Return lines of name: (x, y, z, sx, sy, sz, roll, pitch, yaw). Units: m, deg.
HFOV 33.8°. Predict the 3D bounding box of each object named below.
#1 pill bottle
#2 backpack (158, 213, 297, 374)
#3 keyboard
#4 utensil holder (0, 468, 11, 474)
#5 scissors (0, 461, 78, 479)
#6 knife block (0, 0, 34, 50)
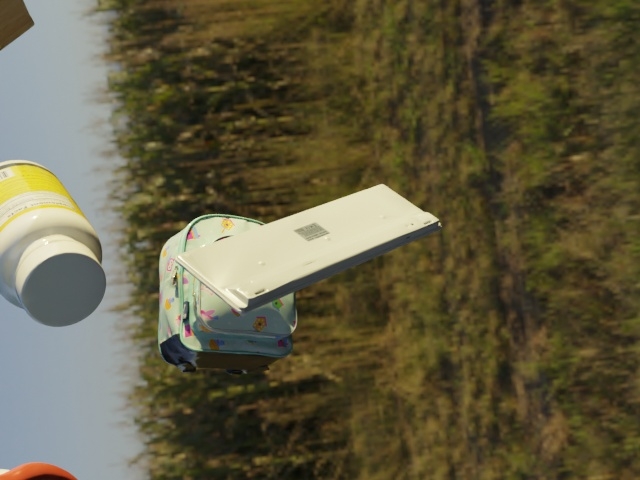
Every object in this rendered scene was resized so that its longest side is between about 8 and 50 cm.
pill bottle: (-0.166, 0.002, 0.619, 0.116, 0.065, 0.065, 44, 143, 51)
backpack: (-0.116, 0.059, 1.321, 0.144, 0.166, 0.188, -45, 46, 51)
keyboard: (0.000, 0.000, 0.835, 0.072, 0.256, 0.014, 31, 122, 29)
utensil holder: (-0.481, 0.517, 1.290, 0.385, 0.328, 0.327, -34, -55, -57)
scissors: (-0.252, 0.162, 0.703, 0.021, 0.109, 0.297, 41, 167, 35)
knife block: (-0.366, -0.110, 0.783, 0.242, 0.276, 0.088, -101, -3, -46)
